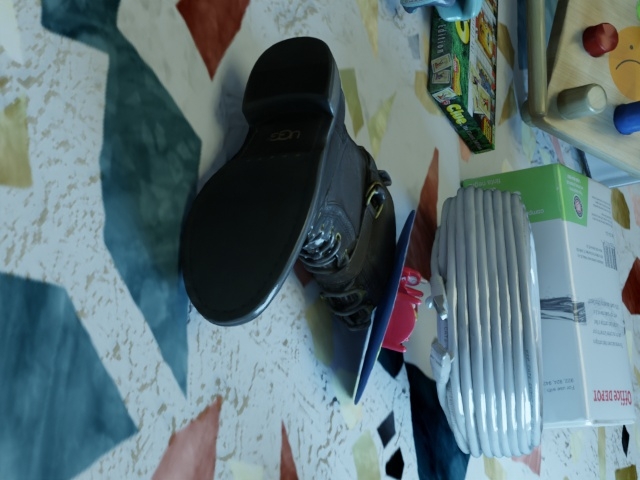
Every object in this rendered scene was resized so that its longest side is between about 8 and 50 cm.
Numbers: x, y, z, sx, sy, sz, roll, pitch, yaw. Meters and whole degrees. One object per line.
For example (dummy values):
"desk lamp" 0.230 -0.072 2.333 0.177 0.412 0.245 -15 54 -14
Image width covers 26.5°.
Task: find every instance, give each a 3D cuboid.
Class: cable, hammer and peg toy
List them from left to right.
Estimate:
"cable" 0.161 0.074 1.273 0.257 0.089 0.257 74 17 -45
"hammer and peg toy" 0.339 -0.227 1.667 0.361 0.127 0.266 21 76 -28

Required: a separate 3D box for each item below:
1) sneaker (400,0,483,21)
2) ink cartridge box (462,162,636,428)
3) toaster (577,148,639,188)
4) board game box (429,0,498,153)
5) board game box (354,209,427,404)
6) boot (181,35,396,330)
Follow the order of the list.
"sneaker" 0.101 -0.285 1.304 0.283 0.110 0.122 12 83 -58
"ink cartridge box" 0.253 0.069 1.484 0.198 0.115 0.272 13 70 -62
"toaster" 0.410 -0.172 1.888 0.185 0.110 0.168 -54 129 -55
"board game box" 0.161 -0.239 1.495 0.136 0.030 0.259 41 46 -50
"board game box" 0.068 0.058 1.123 0.133 0.033 0.168 108 -2 -49
"boot" 0.000 0.000 1.033 0.229 0.091 0.263 63 38 -49
